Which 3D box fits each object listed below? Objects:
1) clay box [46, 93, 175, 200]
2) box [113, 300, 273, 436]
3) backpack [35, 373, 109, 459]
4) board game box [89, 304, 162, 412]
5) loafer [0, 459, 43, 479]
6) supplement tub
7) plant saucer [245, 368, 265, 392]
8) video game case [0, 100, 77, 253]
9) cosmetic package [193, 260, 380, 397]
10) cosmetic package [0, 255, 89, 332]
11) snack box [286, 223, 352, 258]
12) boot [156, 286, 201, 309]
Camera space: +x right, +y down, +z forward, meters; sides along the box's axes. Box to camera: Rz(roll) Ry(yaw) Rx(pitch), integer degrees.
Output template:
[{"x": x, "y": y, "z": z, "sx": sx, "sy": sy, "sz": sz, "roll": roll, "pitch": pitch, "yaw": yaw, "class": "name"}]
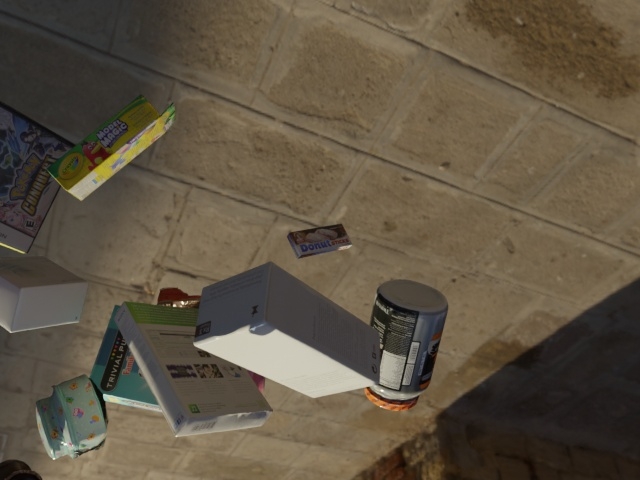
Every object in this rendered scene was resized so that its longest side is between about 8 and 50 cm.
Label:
[{"x": -0.343, "y": -0.163, "z": 0.978, "sx": 0.222, "sy": 0.127, "sz": 0.053, "roll": -44, "pitch": 97, "yaw": -12, "class": "clay box"}, {"x": -0.269, "y": 0.260, "z": 1.218, "sx": 0.232, "sy": 0.322, "sz": 0.058, "roll": 16, "pitch": 116, "yaw": -51, "class": "box"}, {"x": -0.549, "y": 0.392, "z": 1.287, "sx": 0.144, "sy": 0.166, "sz": 0.188, "roll": -12, "pitch": 159, "yaw": -38, "class": "backpack"}, {"x": -0.454, "y": 0.348, "z": 1.642, "sx": 0.336, "sy": 0.254, "sz": 0.079, "roll": 15, "pitch": 148, "yaw": -11, "class": "board game box"}, {"x": -0.476, "y": 0.516, "z": 0.858, "sx": 0.130, "sy": 0.366, "sz": 0.134, "roll": -12, "pitch": 145, "yaw": 17, "class": "loafer"}, {"x": 0.217, "y": 0.280, "z": 1.549, "sx": 0.193, "sy": 0.193, "sz": 0.316, "roll": 6, "pitch": 112, "yaw": -8, "class": "supplement tub"}, {"x": -0.196, "y": 0.282, "z": 1.561, "sx": 0.084, "sy": 0.332, "sz": 0.332, "roll": 0, "pitch": 136, "yaw": -9, "class": "plant saucer"}, {"x": -0.683, "y": -0.141, "z": 1.236, "sx": 0.035, "sy": 0.275, "sz": 0.248, "roll": 12, "pitch": 165, "yaw": 39, "class": "video game case"}, {"x": -0.033, "y": 0.122, "z": 0.730, "sx": 0.117, "sy": 0.085, "sz": 0.231, "roll": -21, "pitch": 139, "yaw": 30, "class": "cosmetic package"}, {"x": -0.842, "y": 0.146, "z": 1.669, "sx": 0.224, "sy": 0.224, "sz": 0.138, "roll": 24, "pitch": 101, "yaw": 25, "class": "cosmetic package"}, {"x": 0.000, "y": 0.000, "z": 1.422, "sx": 0.178, "sy": 0.064, "sz": 0.022, "roll": -11, "pitch": 159, "yaw": -43, "class": "snack box"}, {"x": -0.442, "y": 0.181, "z": 1.853, "sx": 0.158, "sy": 0.085, "sz": 0.059, "roll": -1, "pitch": 135, "yaw": -12, "class": "boot"}]
